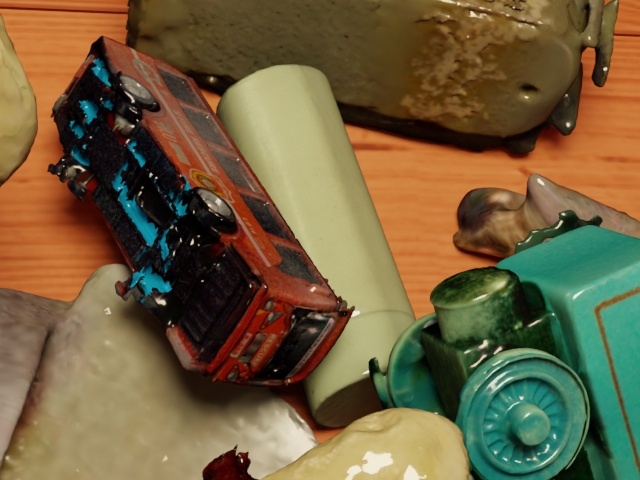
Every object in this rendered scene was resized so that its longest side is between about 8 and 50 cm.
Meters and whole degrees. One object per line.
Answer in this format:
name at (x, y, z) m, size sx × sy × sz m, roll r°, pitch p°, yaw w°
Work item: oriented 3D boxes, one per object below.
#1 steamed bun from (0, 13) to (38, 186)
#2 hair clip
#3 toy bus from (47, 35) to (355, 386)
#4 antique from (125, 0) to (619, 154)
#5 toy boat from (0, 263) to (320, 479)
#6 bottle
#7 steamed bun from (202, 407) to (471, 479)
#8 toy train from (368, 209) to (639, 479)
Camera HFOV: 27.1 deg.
steamed bun at (-0.296, 0.011, 0.530) m, size 0.230 × 0.325 × 0.372 m, roll 47°, pitch 44°, yaw 10°
hair clip at (0.230, 0.019, 0.788) m, size 0.300 × 0.069 × 0.173 m, roll 18°, pitch 56°, yaw -2°
toy bus at (-0.069, -0.019, 0.698) m, size 0.096 × 0.073 × 0.235 m, roll 14°, pitch 30°, yaw -43°
antique at (0.038, -0.147, 0.816) m, size 0.284 × 0.125 × 0.150 m, roll 18°, pitch 56°, yaw -1°
toy boat at (-0.106, 0.138, 0.627) m, size 0.293 × 0.111 × 0.276 m, roll 8°, pitch 55°, yaw -23°
bottle at (0.000, 0.000, 0.746) m, size 0.072 × 0.072 × 0.201 m, roll -9°, pitch 61°, yaw -18°
steamed bun at (-0.023, 0.148, 0.522) m, size 0.155 × 0.141 × 0.172 m, roll 6°, pitch 61°, yaw 2°
toy train at (0.128, 0.096, 0.648) m, size 0.163 × 0.112 × 0.203 m, roll -22°, pitch 106°, yaw -13°
